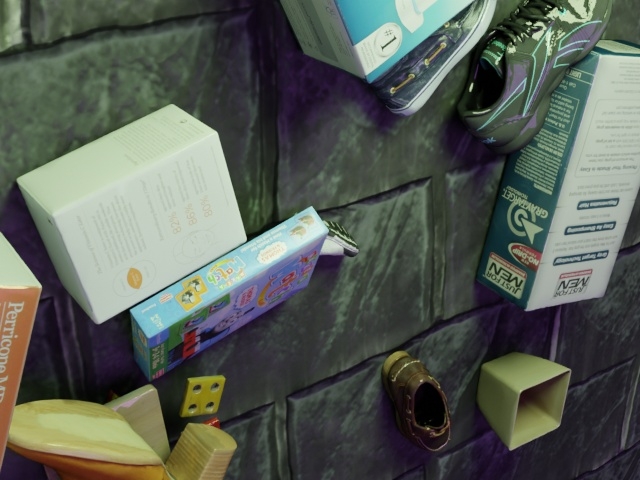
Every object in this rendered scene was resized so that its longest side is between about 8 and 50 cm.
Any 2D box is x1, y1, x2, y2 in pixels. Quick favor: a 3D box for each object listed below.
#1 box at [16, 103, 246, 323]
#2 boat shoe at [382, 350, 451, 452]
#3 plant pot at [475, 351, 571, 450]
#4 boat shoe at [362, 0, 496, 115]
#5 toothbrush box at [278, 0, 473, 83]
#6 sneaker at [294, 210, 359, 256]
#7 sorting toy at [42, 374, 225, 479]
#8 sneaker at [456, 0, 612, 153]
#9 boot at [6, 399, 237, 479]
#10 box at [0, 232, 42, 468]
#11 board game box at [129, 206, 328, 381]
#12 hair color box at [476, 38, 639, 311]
[{"bbox_3d":[-0.175,-0.028,0.875,0.170,0.091,0.130,-30,130,-23],"label":"box"},{"bbox_3d":[0.145,0.241,1.291,0.073,0.073,0.207,-42,134,-13],"label":"boat shoe"},{"bbox_3d":[0.294,0.229,1.384,0.109,0.096,0.109,-16,123,-32],"label":"plant pot"},{"bbox_3d":[0.118,-0.228,1.010,0.083,0.065,0.183,33,93,-45],"label":"boat shoe"},{"bbox_3d":[0.084,-0.332,0.883,0.295,0.126,0.216,-40,131,-13],"label":"toothbrush box"},{"bbox_3d":[0.000,0.000,1.071,0.109,0.040,0.044,22,116,-40],"label":"sneaker"},{"bbox_3d":[-0.228,0.223,1.005,0.274,0.046,0.132,-23,126,-26],"label":"sorting toy"},{"bbox_3d":[0.253,-0.232,1.091,0.106,0.101,0.268,18,102,-40],"label":"sneaker"},{"bbox_3d":[-0.227,0.280,0.935,0.295,0.104,0.211,21,100,-47],"label":"boot"},{"bbox_3d":[-0.421,0.089,0.695,0.345,0.168,0.215,3,112,-39],"label":"box"},{"bbox_3d":[-0.097,0.059,0.966,0.211,0.039,0.160,-32,165,-21],"label":"board game box"},{"bbox_3d":[0.338,-0.089,1.233,0.173,0.105,0.348,-6,117,-36],"label":"hair color box"}]
